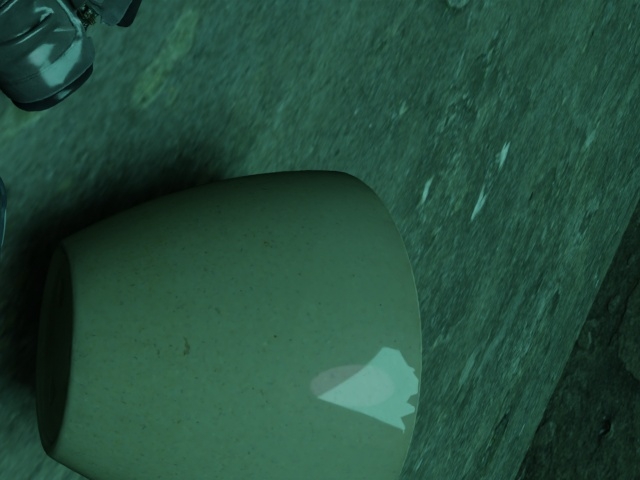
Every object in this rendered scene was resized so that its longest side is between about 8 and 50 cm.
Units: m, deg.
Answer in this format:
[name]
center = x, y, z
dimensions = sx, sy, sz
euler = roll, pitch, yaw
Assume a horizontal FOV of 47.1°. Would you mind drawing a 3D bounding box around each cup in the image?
[cup]
center = -0.106, 0.092, 0.626
dimensions = 0.237, 0.331, 0.331
euler = 4, 104, -29

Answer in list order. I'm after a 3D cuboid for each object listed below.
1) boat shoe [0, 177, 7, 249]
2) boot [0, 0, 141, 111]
[boat shoe]
center = -0.284, 0.061, 0.526
dimensions = 0.095, 0.079, 0.254
euler = 19, 91, -56
[boot]
center = -0.182, -0.275, 0.492
dimensions = 0.338, 0.118, 0.223
euler = -56, 148, -1
